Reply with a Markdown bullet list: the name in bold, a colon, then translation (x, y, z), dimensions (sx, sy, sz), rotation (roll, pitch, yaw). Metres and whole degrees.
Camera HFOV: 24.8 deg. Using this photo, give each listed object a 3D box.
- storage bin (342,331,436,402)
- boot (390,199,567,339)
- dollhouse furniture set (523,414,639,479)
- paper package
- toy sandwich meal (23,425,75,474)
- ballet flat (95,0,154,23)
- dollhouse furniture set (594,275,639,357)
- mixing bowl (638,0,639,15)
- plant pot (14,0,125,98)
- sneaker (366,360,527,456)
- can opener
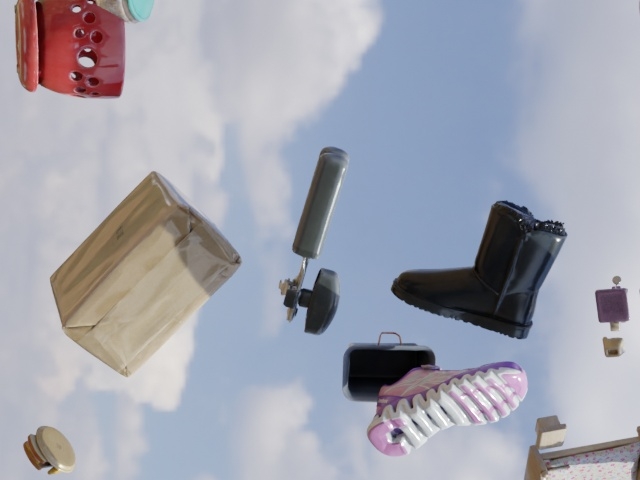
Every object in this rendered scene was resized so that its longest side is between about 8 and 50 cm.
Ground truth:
- **storage bin**: translation (0.095, 0.179, 2.136), dimensions (0.091, 0.135, 0.098), rotation (-120, -150, -80)
- **boot**: translation (0.256, 0.029, 2.352), dimensions (0.094, 0.247, 0.207), rotation (-50, 156, -71)
- **dollhouse furniture set**: translation (0.501, 0.434, 2.368), dimensions (0.355, 0.303, 0.173), rotation (89, -12, -46)
- **paper package**: translation (-0.323, 0.055, 2.619), dimensions (0.309, 0.168, 0.325), rotation (-45, -160, 0)
- **toy sandwich meal**: translation (-0.377, 0.296, 2.034), dimensions (0.029, 0.085, 0.085), rotation (-37, -142, 14)
- **ballet flat**: translation (-0.277, -0.363, 1.864), dimensions (0.316, 0.106, 0.107), rotation (93, 13, -80)
- **dollhouse furniture set**: translation (0.382, 0.077, 1.685), dimensions (0.081, 0.114, 0.091), rotation (-61, 142, -62)
- **mixing bowl**: translation (0.497, -0.307, 1.961), dimensions (0.098, 0.181, 0.181), rotation (-45, -163, -5)
- **plant pot**: translation (-0.421, -0.330, 2.439), dimensions (0.191, 0.174, 0.191), rotation (176, -90, -75)
- **sneaker**: translation (0.172, 0.211, 2.026), dimensions (0.095, 0.236, 0.104), rotation (56, 20, -33)
- **can opener**: translation (0.000, 0.000, 2.160), dimensions (0.074, 0.093, 0.280), rotation (-86, -172, -71)
